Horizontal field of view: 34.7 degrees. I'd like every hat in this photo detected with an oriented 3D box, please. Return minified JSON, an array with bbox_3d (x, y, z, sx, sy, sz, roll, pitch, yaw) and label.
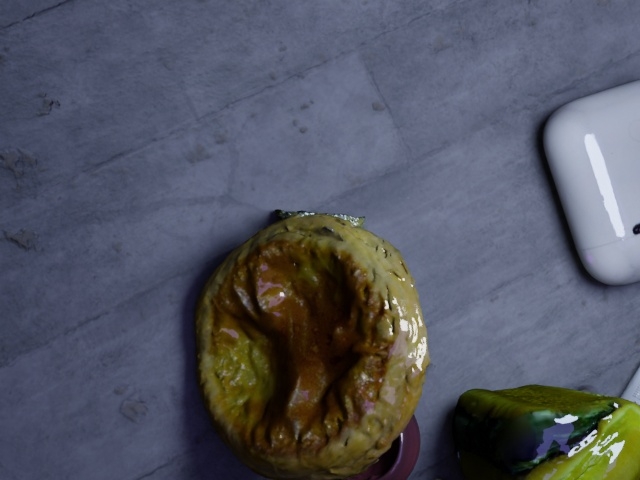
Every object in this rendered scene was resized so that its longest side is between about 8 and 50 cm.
[{"bbox_3d":[0.071,0.341,1.748,0.205,0.089,0.206,-4,76,14],"label":"hat"}]

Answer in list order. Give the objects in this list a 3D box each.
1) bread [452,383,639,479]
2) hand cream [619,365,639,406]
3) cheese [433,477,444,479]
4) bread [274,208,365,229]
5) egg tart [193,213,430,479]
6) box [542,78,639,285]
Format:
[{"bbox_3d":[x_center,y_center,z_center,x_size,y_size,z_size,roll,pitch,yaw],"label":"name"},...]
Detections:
[{"bbox_3d":[0.364,0.340,1.664,0.251,0.376,0.208,-7,85,-13],"label":"bread"},{"bbox_3d":[0.637,0.254,1.897,0.121,0.076,0.336,45,73,-11],"label":"hand cream"},{"bbox_3d":[0.303,0.507,1.702,0.242,0.265,0.124,28,83,-8],"label":"cheese"},{"bbox_3d":[-0.006,0.001,1.765,0.156,0.103,0.110,6,98,-4],"label":"bread"},{"bbox_3d":[-0.005,0.175,1.655,0.443,0.178,0.443,-7,78,32],"label":"egg tart"},{"bbox_3d":[0.571,-0.109,1.861,0.288,0.141,0.349,-18,90,-13],"label":"box"}]
